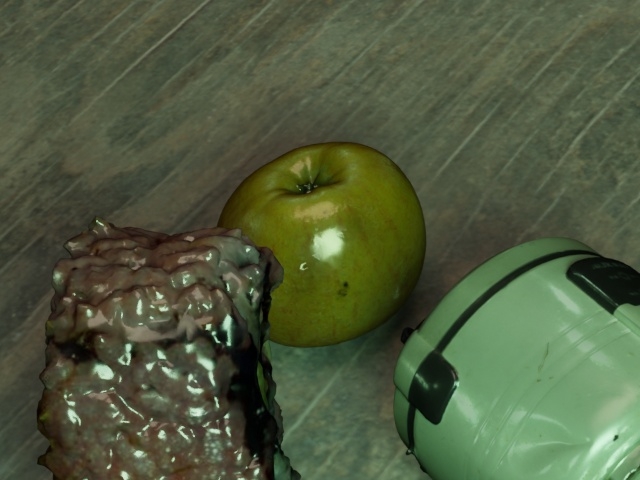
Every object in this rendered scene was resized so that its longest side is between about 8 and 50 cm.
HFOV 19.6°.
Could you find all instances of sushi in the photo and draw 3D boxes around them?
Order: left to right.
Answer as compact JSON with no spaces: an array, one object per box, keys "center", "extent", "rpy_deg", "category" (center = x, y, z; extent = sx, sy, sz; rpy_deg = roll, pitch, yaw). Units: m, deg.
[{"center":[-0.104,0.112,1.376],"extent":[0.171,0.270,0.236],"rpy_deg":[-3,14,8],"category":"sushi"}]

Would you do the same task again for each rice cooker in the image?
[{"center":[0.184,0.122,1.361],"extent":[0.226,0.226,0.244],"rpy_deg":[-29,44,-21],"category":"rice cooker"}]

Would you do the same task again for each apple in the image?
[{"center":[0.000,0.000,1.565],"extent":[0.182,0.155,0.182],"rpy_deg":[-4,45,4],"category":"apple"}]
